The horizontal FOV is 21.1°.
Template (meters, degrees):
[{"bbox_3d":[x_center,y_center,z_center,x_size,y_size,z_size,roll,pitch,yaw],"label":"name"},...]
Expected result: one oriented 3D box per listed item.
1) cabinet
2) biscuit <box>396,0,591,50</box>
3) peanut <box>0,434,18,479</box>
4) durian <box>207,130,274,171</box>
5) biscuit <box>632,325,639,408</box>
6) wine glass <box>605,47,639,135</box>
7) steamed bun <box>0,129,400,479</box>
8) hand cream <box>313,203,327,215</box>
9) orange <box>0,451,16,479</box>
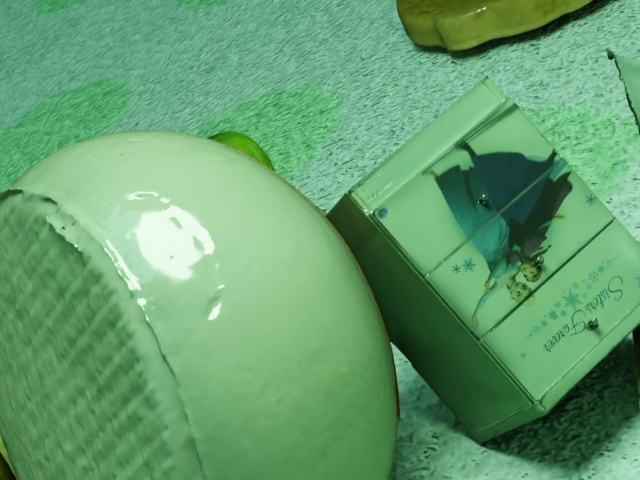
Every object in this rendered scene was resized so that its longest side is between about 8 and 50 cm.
[{"bbox_3d":[0.121,0.016,1.269,0.145,0.206,0.150,-40,-2,-20],"label":"cabinet"},{"bbox_3d":[0.242,-0.317,1.953,0.351,0.057,0.312,-14,31,32],"label":"biscuit"},{"bbox_3d":[-0.314,0.189,1.577,0.140,0.109,0.159,-36,41,9],"label":"peanut"},{"bbox_3d":[-0.117,-0.044,1.789,0.139,0.101,0.250,-13,31,32],"label":"durian"},{"bbox_3d":[0.373,0.046,1.199,0.325,0.044,0.217,-21,26,19],"label":"biscuit"},{"bbox_3d":[0.350,-0.138,1.468,0.183,0.122,0.122,-22,27,12],"label":"wine glass"},{"bbox_3d":[-0.083,0.093,1.249,0.241,0.374,0.374,-18,19,-27],"label":"steamed bun"},{"bbox_3d":[0.000,0.000,1.663,0.067,0.043,0.210,-33,33,-14],"label":"hand cream"},{"bbox_3d":[-0.363,0.246,1.354,0.274,0.274,0.274,-24,27,13],"label":"orange"}]
